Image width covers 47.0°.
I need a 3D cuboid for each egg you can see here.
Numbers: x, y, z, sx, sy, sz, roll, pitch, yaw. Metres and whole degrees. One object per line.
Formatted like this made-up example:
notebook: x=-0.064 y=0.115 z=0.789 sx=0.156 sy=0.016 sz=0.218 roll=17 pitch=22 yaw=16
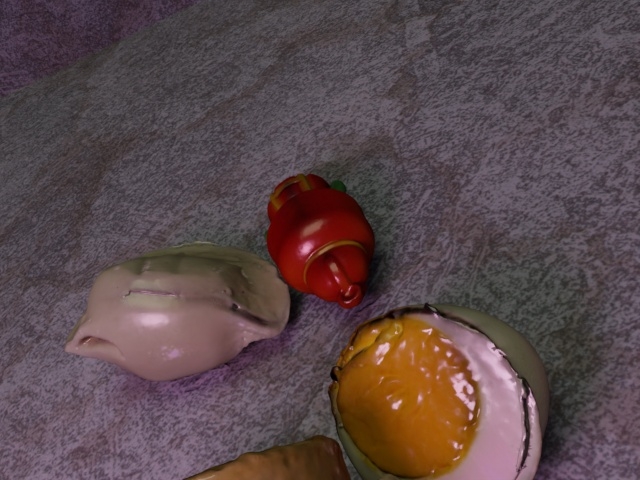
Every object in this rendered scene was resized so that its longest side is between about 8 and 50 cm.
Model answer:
egg: x=0.161 y=0.207 z=0.943 sx=0.286 sy=0.174 sz=0.264 roll=-28 pitch=77 yaw=32

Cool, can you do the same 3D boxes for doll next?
doll: x=0.000 y=0.000 z=1.282 sx=0.183 sy=0.160 sz=0.363 roll=-31 pitch=39 yaw=1

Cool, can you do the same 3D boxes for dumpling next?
dumpling: x=-0.247 y=0.093 z=1.314 sx=0.395 sy=0.233 sz=0.315 roll=-7 pitch=41 yaw=9

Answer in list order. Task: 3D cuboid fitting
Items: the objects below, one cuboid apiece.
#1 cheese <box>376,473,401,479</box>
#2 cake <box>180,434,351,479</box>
cheese: x=0.134 y=0.352 z=0.854 sx=0.194 sy=0.043 sz=0.065 roll=38 pitch=82 yaw=23
cake: x=-0.072 y=0.409 z=0.797 sx=0.332 sy=0.332 sz=0.321 roll=-26 pitch=71 yaw=9
